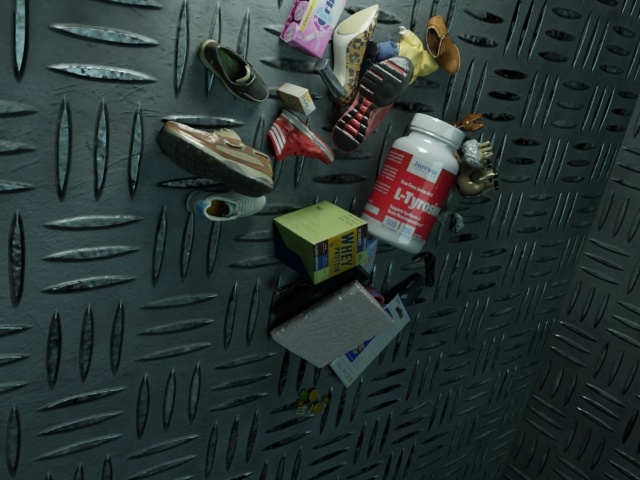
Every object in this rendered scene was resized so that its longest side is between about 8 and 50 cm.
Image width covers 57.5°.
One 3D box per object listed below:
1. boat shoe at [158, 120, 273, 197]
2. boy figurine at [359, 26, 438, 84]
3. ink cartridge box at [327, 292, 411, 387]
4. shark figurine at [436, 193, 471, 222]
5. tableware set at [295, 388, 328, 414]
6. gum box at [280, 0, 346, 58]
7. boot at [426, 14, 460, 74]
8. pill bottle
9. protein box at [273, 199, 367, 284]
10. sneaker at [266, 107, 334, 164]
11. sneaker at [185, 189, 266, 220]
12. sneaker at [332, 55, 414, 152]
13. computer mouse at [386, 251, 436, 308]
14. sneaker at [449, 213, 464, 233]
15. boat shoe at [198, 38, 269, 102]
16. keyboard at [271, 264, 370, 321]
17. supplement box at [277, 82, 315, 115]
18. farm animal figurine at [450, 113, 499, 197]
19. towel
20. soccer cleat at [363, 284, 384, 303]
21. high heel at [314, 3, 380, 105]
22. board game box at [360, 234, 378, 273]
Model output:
[{"bbox_3d":[-0.254,-0.219,1.462,0.324,0.123,0.117,27,59,-37],"label":"boat shoe"},{"bbox_3d":[0.241,-0.540,1.728,0.285,0.092,0.178,-13,120,-38],"label":"boy figurine"},{"bbox_3d":[0.178,0.363,2.176,0.371,0.069,0.176,-43,133,-13],"label":"ink cartridge box"},{"bbox_3d":[0.420,-0.096,2.112,0.278,0.116,0.166,13,104,-43],"label":"shark figurine"},{"bbox_3d":[-0.031,0.591,2.146,0.154,0.024,0.104,16,98,-44],"label":"tableware set"},{"bbox_3d":[-0.018,-0.573,1.500,0.107,0.062,0.189,18,99,-45],"label":"gum box"},{"bbox_3d":[0.366,-0.579,1.775,0.197,0.072,0.152,61,30,-23],"label":"boot"},{"bbox_3d":[0.299,-0.183,1.872,0.229,0.229,0.408,15,101,-45],"label":"pill bottle"},{"bbox_3d":[0.000,0.000,1.725,0.201,0.199,0.136,-22,126,-32],"label":"protein box"},{"bbox_3d":[-0.066,-0.256,1.630,0.128,0.087,0.221,-49,124,2],"label":"sneaker"},{"bbox_3d":[-0.235,-0.089,1.547,0.228,0.092,0.088,-10,116,-40],"label":"sneaker"},{"bbox_3d":[0.148,-0.398,1.673,0.314,0.116,0.136,-50,179,23],"label":"sneaker"},{"bbox_3d":[0.362,0.156,2.231,0.261,0.060,0.184,-25,128,-30],"label":"computer mouse"},{"bbox_3d":[0.524,-0.061,2.273,0.069,0.038,0.098,-49,135,-11],"label":"sneaker"},{"bbox_3d":[-0.199,-0.402,1.423,0.223,0.073,0.080,35,87,-46],"label":"boat shoe"},{"bbox_3d":[-0.019,0.148,1.812,0.317,0.033,0.201,-32,140,13],"label":"keyboard"},{"bbox_3d":[-0.064,-0.374,1.540,0.036,0.098,0.062,-42,133,-16],"label":"supplement box"},{"bbox_3d":[0.507,-0.255,2.032,0.172,0.327,0.331,-14,128,12],"label":"farm animal figurine"},{"bbox_3d":[0.049,0.282,1.929,0.331,0.053,0.317,-33,140,12],"label":"towel"},{"bbox_3d":[0.112,0.251,2.035,0.248,0.095,0.083,-37,132,-21],"label":"soccer cleat"},{"bbox_3d":[0.102,-0.511,1.631,0.261,0.093,0.186,-51,143,-6],"label":"high heel"},{"bbox_3d":[0.110,0.091,1.933,0.211,0.039,0.160,-40,149,-37],"label":"board game box"}]
